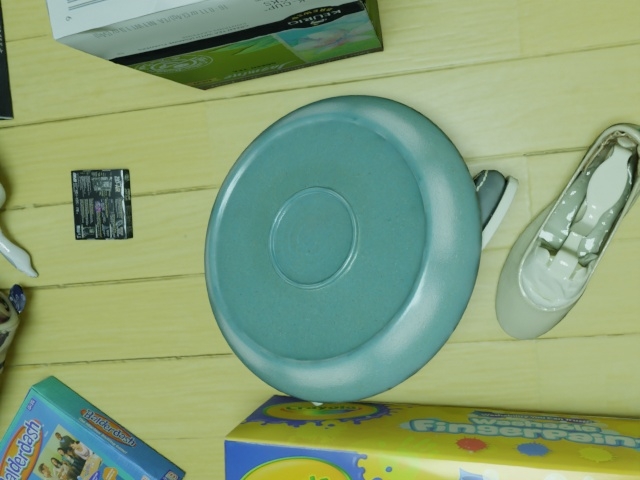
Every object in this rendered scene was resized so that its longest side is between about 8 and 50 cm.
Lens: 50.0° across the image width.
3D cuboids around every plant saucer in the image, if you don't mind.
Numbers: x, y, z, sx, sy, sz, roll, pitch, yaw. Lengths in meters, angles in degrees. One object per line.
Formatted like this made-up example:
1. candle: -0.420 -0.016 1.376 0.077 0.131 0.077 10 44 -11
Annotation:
1. plant saucer: 0.000 0.000 0.683 0.318 0.044 0.317 -7 76 29

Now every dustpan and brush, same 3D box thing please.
1. dustpan and brush: -0.403 -0.041 0.805 0.211 0.147 0.060 46 60 -27

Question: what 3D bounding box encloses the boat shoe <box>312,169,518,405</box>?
1. boat shoe: 0.065 0.036 0.707 0.099 0.116 0.319 42 107 0

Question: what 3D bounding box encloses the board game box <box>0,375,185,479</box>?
1. board game box: -0.294 0.292 0.838 0.210 0.047 0.160 34 102 5

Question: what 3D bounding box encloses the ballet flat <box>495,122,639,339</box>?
1. ballet flat: 0.250 -0.005 0.682 0.086 0.086 0.248 27 101 7

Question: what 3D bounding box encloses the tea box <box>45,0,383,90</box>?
1. tea box: -0.086 -0.324 0.587 0.220 0.323 0.328 -10 94 11

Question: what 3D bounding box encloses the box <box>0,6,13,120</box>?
1. box: -0.457 -0.213 0.790 0.156 0.093 0.158 -3 95 11

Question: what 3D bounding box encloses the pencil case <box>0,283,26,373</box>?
1. pencil case: -0.480 0.231 0.809 0.160 0.183 0.410 19 101 -11

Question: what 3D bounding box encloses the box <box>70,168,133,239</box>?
1. box: -0.257 -0.042 0.808 0.067 0.018 0.083 -1 96 11

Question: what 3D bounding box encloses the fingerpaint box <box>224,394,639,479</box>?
1. fingerpaint box: 0.138 0.365 0.683 0.445 0.163 0.370 1 94 15
